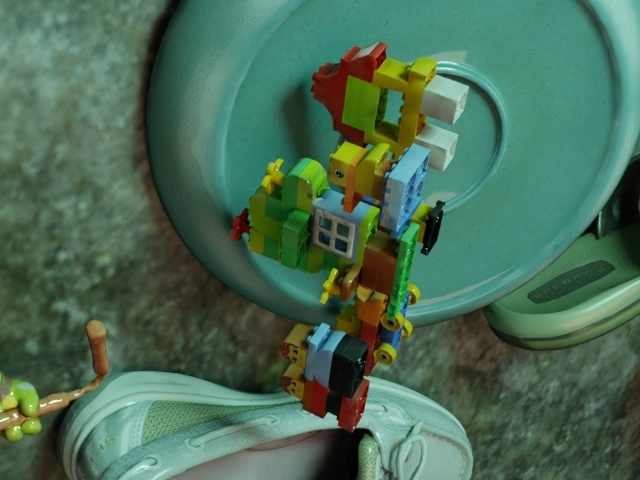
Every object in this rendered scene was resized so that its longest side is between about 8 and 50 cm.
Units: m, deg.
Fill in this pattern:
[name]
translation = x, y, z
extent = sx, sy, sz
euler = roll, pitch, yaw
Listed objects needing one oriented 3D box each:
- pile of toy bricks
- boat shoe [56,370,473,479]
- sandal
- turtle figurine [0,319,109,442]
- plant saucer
[pile of toy bricks]
translation = 0.000, 0.000, 0.601
extent = 0.118, 0.105, 0.212
euler = -52, 158, -43
[boat shoe]
translation = -0.015, 0.157, 0.735
extent = 0.320, 0.103, 0.118
euler = 14, 106, -36
[sandal]
translation = 0.252, -0.019, 0.809
extent = 0.302, 0.120, 0.086
euler = -28, 111, -17
[turtle figurine]
translation = -0.248, 0.044, 0.542
extent = 0.217, 0.087, 0.269
euler = -35, 141, 0
[plant saucer]
translation = 0.058, -0.064, 0.649
extent = 0.317, 0.044, 0.318
euler = -7, 125, -10
